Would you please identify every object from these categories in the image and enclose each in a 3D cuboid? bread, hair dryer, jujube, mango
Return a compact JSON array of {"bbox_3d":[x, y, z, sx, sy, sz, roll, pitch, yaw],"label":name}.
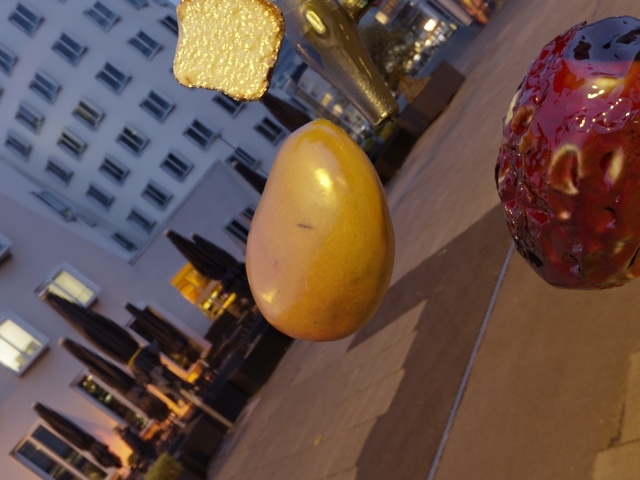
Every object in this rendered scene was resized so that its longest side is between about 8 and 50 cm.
[{"bbox_3d":[-0.112,-0.230,0.730,0.044,0.129,0.126,166,114,-84],"label":"bread"},{"bbox_3d":[0.096,-0.307,0.806,0.272,0.235,0.091,-38,-5,13],"label":"hair dryer"},{"bbox_3d":[0.341,-0.088,0.767,0.258,0.258,0.376,-52,-36,-10],"label":"jujube"},{"bbox_3d":[0.000,0.000,0.810,0.173,0.211,0.317,-24,-44,-35],"label":"mango"}]
